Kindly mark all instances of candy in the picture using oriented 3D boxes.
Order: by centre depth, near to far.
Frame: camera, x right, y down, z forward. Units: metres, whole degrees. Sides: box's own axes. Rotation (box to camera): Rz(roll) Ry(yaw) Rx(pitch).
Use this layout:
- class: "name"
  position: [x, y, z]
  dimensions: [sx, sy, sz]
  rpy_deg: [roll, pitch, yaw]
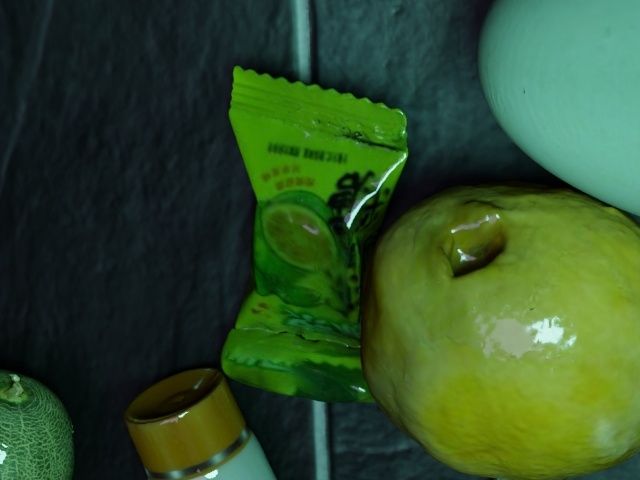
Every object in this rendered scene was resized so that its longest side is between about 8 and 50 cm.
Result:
- class: "candy"
  position: [0.000, 0.000, 1.049]
  dimensions: [0.149, 0.069, 0.246]
  rpy_deg: [10, 118, 17]

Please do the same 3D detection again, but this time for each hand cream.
- class: "hand cream"
  position: [-0.064, 0.255, 1.153]
  dimensions: [0.140, 0.089, 0.314]
  rpy_deg: [-17, 110, 23]

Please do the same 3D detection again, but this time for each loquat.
- class: "loquat"
  position: [0.136, 0.058, 0.947]
  dimensions: [0.238, 0.193, 0.238]
  rpy_deg: [5, 142, 4]

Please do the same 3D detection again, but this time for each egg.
- class: "egg"
  position: [0.275, -0.109, 0.845]
  dimensions: [0.371, 0.230, 0.229]
  rpy_deg: [5, 110, 20]

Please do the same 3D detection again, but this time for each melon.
- class: "melon"
  position: [-0.269, 0.180, 1.150]
  dimensions: [0.139, 0.139, 0.192]
  rpy_deg: [29, 117, 5]

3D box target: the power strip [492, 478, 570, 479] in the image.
- class: "power strip"
  position: [0.110, 0.228, 1.109]
  dimensions: [0.137, 0.044, 0.216]
  rpy_deg: [43, 114, -2]
